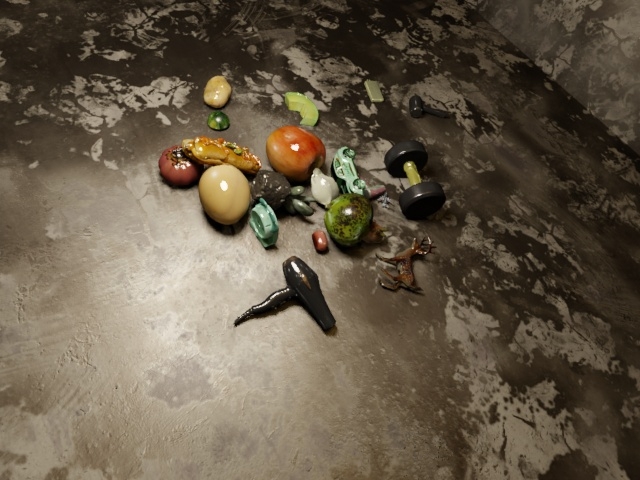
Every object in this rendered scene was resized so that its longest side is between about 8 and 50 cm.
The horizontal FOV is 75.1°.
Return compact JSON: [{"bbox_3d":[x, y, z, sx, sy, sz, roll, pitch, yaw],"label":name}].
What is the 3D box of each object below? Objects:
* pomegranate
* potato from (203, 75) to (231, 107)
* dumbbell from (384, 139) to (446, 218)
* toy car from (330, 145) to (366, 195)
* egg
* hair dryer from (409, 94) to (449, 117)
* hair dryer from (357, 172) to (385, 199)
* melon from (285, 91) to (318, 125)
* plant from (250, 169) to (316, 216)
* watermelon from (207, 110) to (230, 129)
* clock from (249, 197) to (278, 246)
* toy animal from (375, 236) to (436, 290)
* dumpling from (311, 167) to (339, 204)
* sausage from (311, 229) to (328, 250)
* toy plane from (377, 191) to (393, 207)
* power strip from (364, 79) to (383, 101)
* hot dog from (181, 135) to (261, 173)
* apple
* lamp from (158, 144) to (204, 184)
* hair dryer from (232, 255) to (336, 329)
[{"bbox_3d":[0.139,-0.074,1.744,0.204,0.277,0.221,19,79,40],"label":"pomegranate"},{"bbox_3d":[-0.496,-0.716,2.011,0.119,0.109,0.178,25,59,-24],"label":"potato"},{"bbox_3d":[0.430,-0.282,1.917,0.204,0.203,0.322,-4,60,-16],"label":"dumbbell"},{"bbox_3d":[0.115,-0.281,1.882,0.125,0.136,0.305,-8,62,-9],"label":"toy car"},{"bbox_3d":[-0.377,-0.176,1.650,0.201,0.201,0.244,-6,62,-18],"label":"egg"},{"bbox_3d":[0.609,-0.716,2.327,0.248,0.070,0.114,16,55,-14],"label":"hair dryer"},{"bbox_3d":[0.221,-0.265,1.951,0.106,0.054,0.154,-24,63,-31],"label":"hair dryer"},{"bbox_3d":[-0.089,-0.663,2.110,0.118,0.064,0.209,-20,68,-25],"label":"melon"},{"bbox_3d":[-0.148,-0.191,1.730,0.275,0.149,0.146,22,42,-28],"label":"plant"},{"bbox_3d":[-0.477,-0.569,1.951,0.106,0.062,0.105,7,52,-10],"label":"watermelon"},{"bbox_3d":[-0.221,-0.075,1.634,0.060,0.188,0.148,-22,64,-26],"label":"clock"},{"bbox_3d":[0.364,0.097,1.754,0.260,0.087,0.243,4,72,-14],"label":"toy animal"},{"bbox_3d":[0.029,-0.226,1.841,0.111,0.155,0.181,3,95,22],"label":"dumpling"},{"bbox_3d":[0.000,0.000,1.720,0.054,0.059,0.094,-5,58,-24],"label":"sausage"},{"bbox_3d":[0.300,-0.190,1.930,0.079,0.031,0.083,12,58,-7],"label":"toy plane"},{"bbox_3d":[0.298,-0.840,2.336,0.076,0.028,0.168,-5,62,-16],"label":"power strip"},{"bbox_3d":[-0.395,-0.359,1.718,0.158,0.117,0.349,29,16,38],"label":"hot dog"},{"bbox_3d":[-0.112,-0.393,1.834,0.241,0.242,0.242,43,59,15],"label":"apple"},{"bbox_3d":[-0.576,-0.317,1.725,0.182,0.140,0.181,5,62,-10],"label":"lamp"},{"bbox_3d":[-0.144,0.249,1.530,0.360,0.120,0.303,-27,83,-16],"label":"hair dryer"}]
